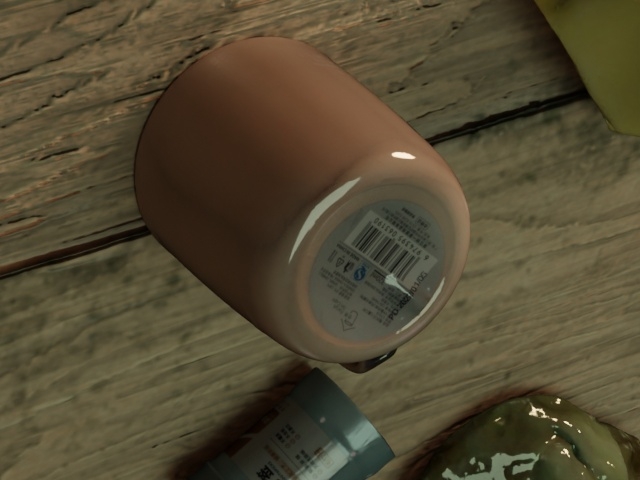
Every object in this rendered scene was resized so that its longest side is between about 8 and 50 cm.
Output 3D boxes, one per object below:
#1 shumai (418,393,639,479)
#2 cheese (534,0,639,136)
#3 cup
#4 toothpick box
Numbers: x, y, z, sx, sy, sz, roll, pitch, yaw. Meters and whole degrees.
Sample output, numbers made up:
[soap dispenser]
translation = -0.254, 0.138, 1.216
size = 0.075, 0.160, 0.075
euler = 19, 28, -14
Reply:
[shumai]
translation = 0.233, 0.319, 1.749
size = 0.309, 0.263, 0.304
euler = -17, 125, -23
[cheese]
translation = 0.326, -0.197, 1.530
size = 0.316, 0.128, 0.259
euler = -18, 142, 19
[cup]
translation = 0.000, 0.000, 1.467
size = 0.191, 0.200, 0.252
euler = -29, 128, -16
[toothpick box]
translation = -0.029, 0.189, 1.618
size = 0.153, 0.101, 0.101
euler = -42, 129, -7
